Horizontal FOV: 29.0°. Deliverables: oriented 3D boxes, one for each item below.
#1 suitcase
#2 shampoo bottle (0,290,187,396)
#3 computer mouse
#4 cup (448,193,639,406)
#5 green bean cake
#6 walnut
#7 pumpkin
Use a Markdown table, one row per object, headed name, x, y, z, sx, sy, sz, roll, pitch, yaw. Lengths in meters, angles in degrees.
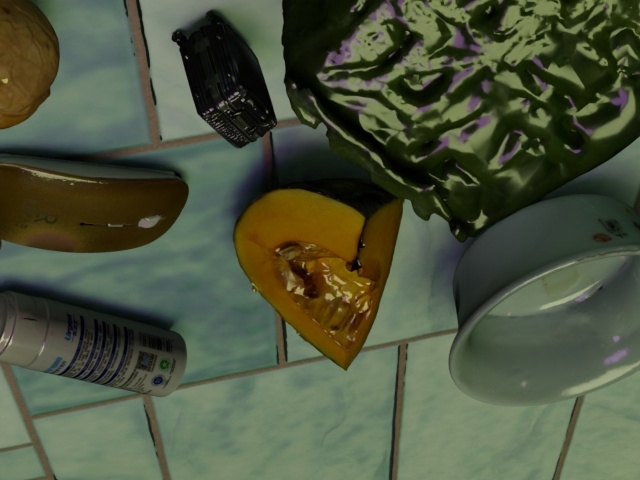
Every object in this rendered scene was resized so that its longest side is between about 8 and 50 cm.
| name | x | y | z | sx | sy | sz | roll | pitch | yaw |
| --- | --- | --- | --- | --- | --- | --- | --- | --- | --- |
| suitcase | -0.094 | -0.157 | 1.230 | 0.059 | 0.126 | 0.086 | -30 | 142 | 16 |
| shampoo bottle | -0.314 | 0.126 | 1.543 | 0.303 | 0.092 | 0.092 | 18 | 132 | -37 |
| computer mouse | -0.266 | -0.040 | 1.379 | 0.245 | 0.056 | 0.126 | 5 | 139 | -28 |
| cup | 0.315 | 0.061 | 1.638 | 0.347 | 0.163 | 0.347 | -11 | 142 | -8 |
| green bean cake | 0.157 | -0.198 | 1.154 | 0.335 | 0.218 | 0.319 | 34 | 119 | -28 |
| walnut | -0.318 | -0.173 | 1.121 | 0.144 | 0.144 | 0.180 | -33 | 144 | 21 |
| pumpkin | 0.000 | 0.000 | 1.504 | 0.169 | 0.148 | 0.312 | 23 | 140 | 15 |
